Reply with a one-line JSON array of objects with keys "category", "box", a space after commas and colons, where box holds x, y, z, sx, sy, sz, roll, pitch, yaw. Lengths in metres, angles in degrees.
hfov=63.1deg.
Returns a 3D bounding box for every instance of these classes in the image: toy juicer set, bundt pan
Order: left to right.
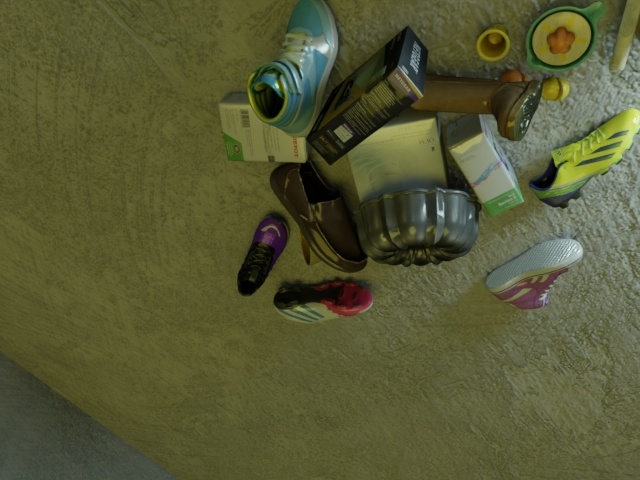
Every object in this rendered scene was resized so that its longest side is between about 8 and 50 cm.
[{"category": "bundt pan", "box": [0.248, -0.016, 1.328, 0.331, 0.124, 0.331, -2, 163, -1]}, {"category": "toy juicer set", "box": [0.513, -0.388, 1.093, 0.329, 0.089, 0.209, -8, 125, 32]}]

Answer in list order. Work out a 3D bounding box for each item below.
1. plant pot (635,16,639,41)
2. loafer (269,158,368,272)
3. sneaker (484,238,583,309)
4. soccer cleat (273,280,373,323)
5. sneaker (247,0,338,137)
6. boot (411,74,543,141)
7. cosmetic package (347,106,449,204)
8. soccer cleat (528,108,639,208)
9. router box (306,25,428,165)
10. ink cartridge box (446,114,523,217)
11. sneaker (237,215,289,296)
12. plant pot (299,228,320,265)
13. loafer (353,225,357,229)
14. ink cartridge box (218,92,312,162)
[{"category": "plant pot", "box": [0.762, -0.476, 0.928, 0.274, 0.256, 0.256, -6, 124, 2]}, {"category": "loafer", "box": [0.012, -0.067, 1.402, 0.366, 0.134, 0.130, 49, 138, -6]}, {"category": "sneaker", "box": [0.623, 0.104, 1.454, 0.161, 0.102, 0.282, 39, 135, -18]}, {"category": "soccer cleat", "box": [0.013, 0.206, 1.677, 0.331, 0.116, 0.143, -2, 140, 18]}, {"category": "sneaker", "box": [-0.063, -0.392, 1.137, 0.127, 0.208, 0.318, 11, 99, 24]}, {"category": "boot", "box": [0.311, -0.289, 1.113, 0.270, 0.236, 0.089, 13, 124, 27]}, {"category": "cosmetic package", "box": [0.195, -0.209, 1.305, 0.224, 0.138, 0.224, -7, 124, 19]}, {"category": "soccer cleat", "box": [0.620, -0.200, 1.235, 0.121, 0.093, 0.289, 33, 126, -2]}, {"category": "router box", "box": [0.110, -0.322, 1.136, 0.243, 0.308, 0.081, -34, 111, 30]}, {"category": "ink cartridge box", "box": [0.394, -0.188, 1.258, 0.093, 0.154, 0.212, -29, 113, 27]}, {"category": "sneaker", "box": [-0.182, 0.064, 1.586, 0.102, 0.146, 0.293, 24, 127, -4]}, {"category": "plant pot", "box": [0.000, 0.000, 1.520, 0.095, 0.134, 0.134, -9, 126, -12]}, {"category": "loafer", "box": [0.155, 0.006, 1.517, 0.170, 0.062, 0.061, 18, 132, 2]}, {"category": "ink cartridge box", "box": [-0.137, -0.293, 1.352, 0.220, 0.092, 0.160, 4, 124, 10]}]
